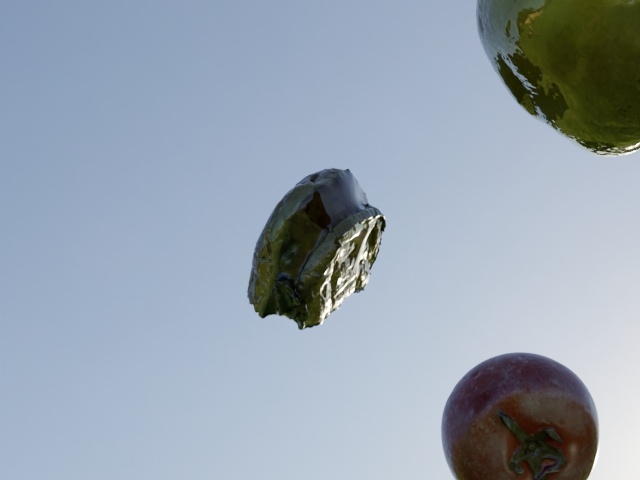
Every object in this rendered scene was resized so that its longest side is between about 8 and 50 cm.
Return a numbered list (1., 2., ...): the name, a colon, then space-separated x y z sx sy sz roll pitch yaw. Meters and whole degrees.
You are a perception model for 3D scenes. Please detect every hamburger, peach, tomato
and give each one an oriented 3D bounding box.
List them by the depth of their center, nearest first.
1. peach: 0.346 -0.270 1.591 0.281 0.314 0.315 -33 13 -6
2. hamburger: 0.000 0.000 1.985 0.309 0.132 0.211 -27 -43 -61
3. tomato: 0.333 0.316 2.247 0.270 0.270 0.227 -8 13 -5
